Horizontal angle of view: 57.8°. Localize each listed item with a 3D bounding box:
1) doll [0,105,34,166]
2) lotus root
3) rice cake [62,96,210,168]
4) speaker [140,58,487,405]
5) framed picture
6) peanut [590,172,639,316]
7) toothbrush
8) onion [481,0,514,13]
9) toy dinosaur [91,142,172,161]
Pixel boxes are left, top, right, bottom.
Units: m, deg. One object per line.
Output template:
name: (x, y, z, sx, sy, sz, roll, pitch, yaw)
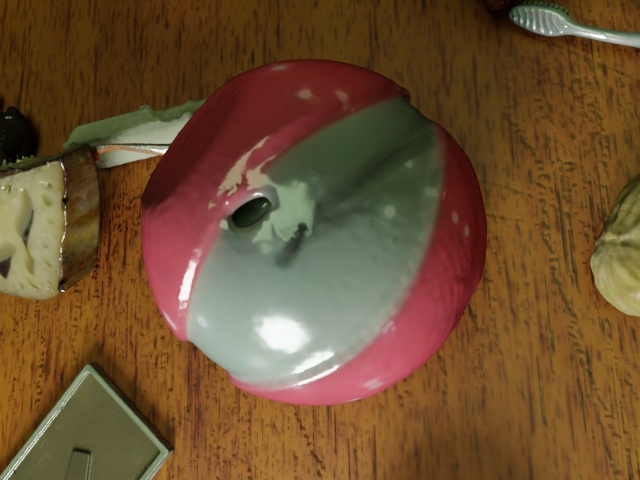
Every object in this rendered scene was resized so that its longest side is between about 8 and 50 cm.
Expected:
doll: (-0.443, -0.133, 0.772, 0.139, 0.057, 0.165, -11, 71, 19)
lotus root: (-0.340, -0.015, 0.666, 0.261, 0.074, 0.170, -2, 115, 26)
rice cake: (-0.180, -0.134, 0.684, 0.256, 0.057, 0.052, -10, 78, 16)
speaker: (0.000, 0.000, 0.507, 0.294, 0.294, 0.294, -3, 78, 17)
framed picture: (-0.277, 0.265, 0.660, 0.150, 0.015, 0.203, 38, 92, 20)
peanut: (0.330, -0.029, 0.473, 0.236, 0.110, 0.120, -40, 57, 5)
toothbrush: (0.359, -0.171, 0.532, 0.375, 0.028, 0.037, 22, 46, 20)
onion: (0.176, -0.372, 0.535, 0.207, 0.206, 0.216, -37, 70, 8)
toy dinosaur: (-0.109, -0.088, 0.631, 0.279, 0.101, 0.055, -7, 66, 5)
